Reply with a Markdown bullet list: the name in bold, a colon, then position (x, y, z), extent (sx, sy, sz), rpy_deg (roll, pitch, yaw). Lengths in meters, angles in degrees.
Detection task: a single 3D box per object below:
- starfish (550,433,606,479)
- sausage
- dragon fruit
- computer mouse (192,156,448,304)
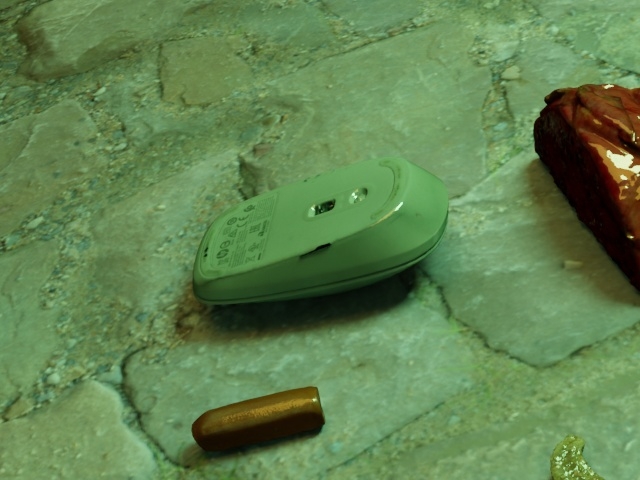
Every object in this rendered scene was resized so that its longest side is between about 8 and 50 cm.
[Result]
- **starfish**: position (0.248, 0.238, 1.215), extent (0.235, 0.062, 0.277), rpy_deg (-9, 31, 6)
- **sausage**: position (-0.060, 0.172, 1.454), extent (0.131, 0.041, 0.039), rpy_deg (-14, 40, 9)
- **dragon fruit**: position (0.347, -0.106, 1.539), extent (0.205, 0.152, 0.317), rpy_deg (-21, 34, -4)
- **computer mouse**: position (0.004, 0.004, 1.608), extent (0.288, 0.097, 0.159), rpy_deg (-19, 35, 21)
